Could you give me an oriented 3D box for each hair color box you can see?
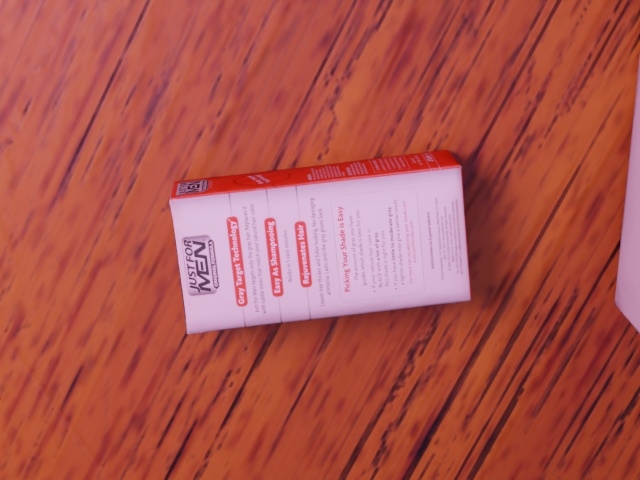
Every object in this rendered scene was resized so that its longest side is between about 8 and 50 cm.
[{"bbox_3d":[0.000,0.000,0.661,0.141,0.043,0.072,-6,105,-3],"label":"hair color box"}]

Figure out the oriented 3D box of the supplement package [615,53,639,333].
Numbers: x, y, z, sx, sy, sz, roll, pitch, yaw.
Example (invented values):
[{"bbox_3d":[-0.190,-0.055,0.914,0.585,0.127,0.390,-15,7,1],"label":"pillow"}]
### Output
[{"bbox_3d":[0.247,-0.007,0.543,0.177,0.293,0.175,0,106,-4],"label":"supplement package"}]
